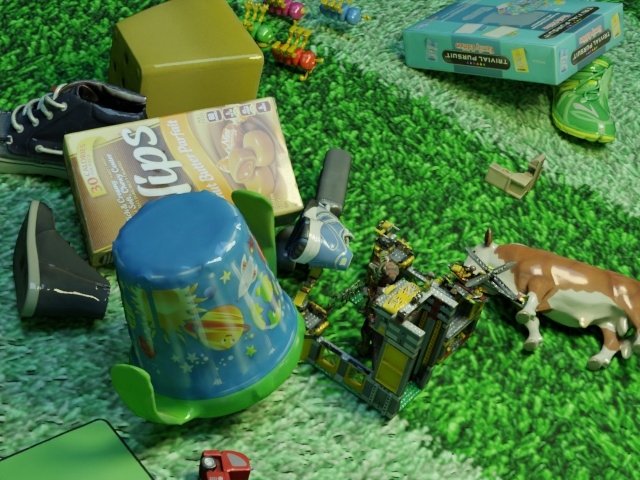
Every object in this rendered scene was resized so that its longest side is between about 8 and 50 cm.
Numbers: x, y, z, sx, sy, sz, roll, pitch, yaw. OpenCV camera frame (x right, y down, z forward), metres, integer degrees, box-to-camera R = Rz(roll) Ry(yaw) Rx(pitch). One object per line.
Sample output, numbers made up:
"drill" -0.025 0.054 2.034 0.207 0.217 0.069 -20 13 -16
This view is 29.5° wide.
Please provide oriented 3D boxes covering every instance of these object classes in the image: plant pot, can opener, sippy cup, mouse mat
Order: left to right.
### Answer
"mouse mat" -0.301 0.295 1.455 0.189 0.007 0.152 -20 51 -37
"plant pot" -0.233 -0.263 1.972 0.187 0.212 0.212 -8 44 -27
"sippy cup" -0.155 0.067 1.546 0.240 0.224 0.305 -16 41 -1
"can opener" -0.013 -0.050 1.904 0.095 0.076 0.283 14 38 -3

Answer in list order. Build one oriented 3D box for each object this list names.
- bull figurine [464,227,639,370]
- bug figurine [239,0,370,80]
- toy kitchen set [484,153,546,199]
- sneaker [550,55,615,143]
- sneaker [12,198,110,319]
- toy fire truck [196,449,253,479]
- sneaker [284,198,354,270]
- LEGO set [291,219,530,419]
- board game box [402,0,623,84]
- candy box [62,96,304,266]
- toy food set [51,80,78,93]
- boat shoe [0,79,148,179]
"bull figurine" 0.360 0.087 1.845 0.310 0.101 0.188 12 43 -1
"bug figurine" -0.046 -0.411 2.324 0.216 0.072 0.279 23 44 19
"toy kitchen set" 0.344 -0.131 2.120 0.075 0.068 0.083 30 41 17
"sneaker" 0.501 -0.293 2.320 0.109 0.124 0.296 8 40 -10
"sneaker" -0.362 0.034 1.702 0.118 0.083 0.222 12 37 -24
"toy fire truck" -0.071 0.332 1.453 0.135 0.047 0.192 2 40 -16
"sneaker" 0.000 0.000 1.710 0.081 0.080 0.211 23 15 -6
"LEGO set" 0.109 0.073 1.704 0.331 0.192 0.255 -26 54 -39
"board game box" 0.367 -0.391 2.324 0.336 0.079 0.253 15 35 38
"candy box" -0.201 -0.087 1.779 0.316 0.087 0.183 -12 77 -17
"toy food set" -0.413 -0.237 2.037 0.083 0.020 0.082 -24 53 -38
"boat shoe" -0.420 -0.186 1.865 0.340 0.158 0.127 10 39 -7
